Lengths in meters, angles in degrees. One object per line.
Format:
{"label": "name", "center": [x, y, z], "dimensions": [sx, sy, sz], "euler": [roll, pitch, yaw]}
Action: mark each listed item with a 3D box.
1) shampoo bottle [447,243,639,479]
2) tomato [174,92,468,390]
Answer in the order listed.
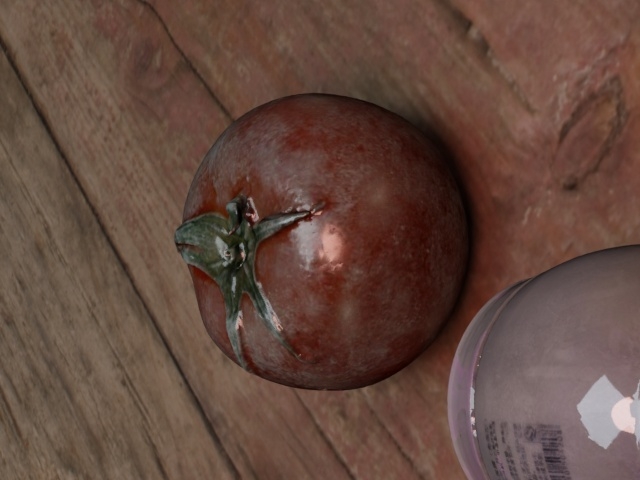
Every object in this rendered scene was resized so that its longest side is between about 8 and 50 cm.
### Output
{"label": "shampoo bottle", "center": [0.266, 0.139, 1.386], "dimensions": [0.266, 0.273, 0.273], "euler": [-1, 89, 60]}
{"label": "tomato", "center": [0.000, 0.000, 1.715], "dimensions": [0.317, 0.283, 0.316], "euler": [10, 103, 52]}
